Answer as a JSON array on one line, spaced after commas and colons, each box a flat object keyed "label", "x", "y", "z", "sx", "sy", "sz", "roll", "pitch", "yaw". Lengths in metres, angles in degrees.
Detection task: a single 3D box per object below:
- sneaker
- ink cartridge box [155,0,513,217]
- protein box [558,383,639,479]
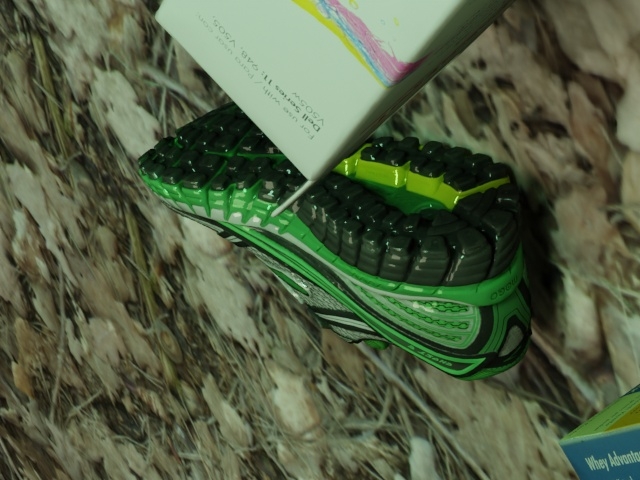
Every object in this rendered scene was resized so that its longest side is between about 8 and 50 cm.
[{"label": "sneaker", "x": 0.000, "y": 0.000, "z": 1.217, "sx": 0.343, "sy": 0.134, "sz": 0.146, "roll": 28, "pitch": 142, "yaw": 47}, {"label": "ink cartridge box", "x": 0.051, "y": -0.161, "z": 0.839, "sx": 0.119, "sy": 0.207, "sz": 0.353, "roll": 46, "pitch": 154, "yaw": 2}, {"label": "protein box", "x": 0.258, "y": 0.137, "z": 0.886, "sx": 0.201, "sy": 0.136, "sz": 0.200, "roll": 59, "pitch": 156, "yaw": 0}]
